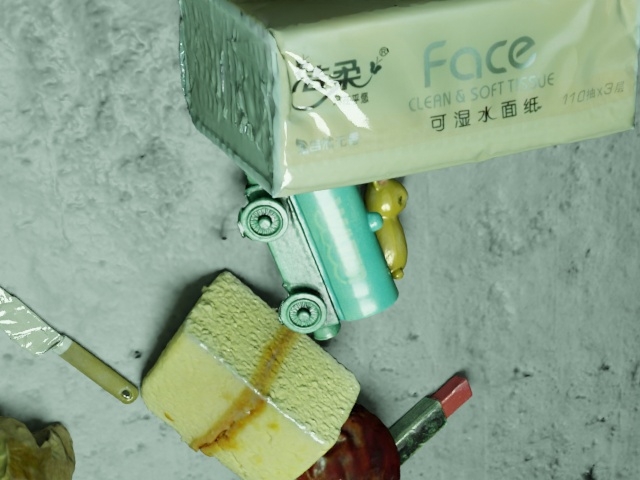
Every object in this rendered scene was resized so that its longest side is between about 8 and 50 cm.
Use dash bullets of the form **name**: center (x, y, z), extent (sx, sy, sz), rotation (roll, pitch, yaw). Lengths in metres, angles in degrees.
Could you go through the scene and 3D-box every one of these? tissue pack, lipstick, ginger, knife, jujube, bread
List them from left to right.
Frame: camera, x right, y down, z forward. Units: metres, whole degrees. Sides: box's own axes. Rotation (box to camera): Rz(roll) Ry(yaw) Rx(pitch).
- **ginger**: center (-0.346, 0.341, 1.522), extent (0.130, 0.276, 0.221), rotation (-21, 135, 32)
- **knife**: center (-0.328, 0.121, 1.538), extent (0.047, 0.017, 0.298), rotation (-41, 125, 7)
- **bread**: center (-0.097, 0.186, 1.610), extent (0.240, 0.135, 0.178), rotation (39, 130, -4)
- **jujube**: center (0.009, 0.332, 1.696), extent (0.183, 0.183, 0.243), rotation (12, 90, -29)
- **lipstick**: center (0.092, 0.303, 1.807), extent (0.312, 0.051, 0.051), rotation (-42, 123, -2)
- **tissue pack**: center (0.083, -0.205, 1.369), extent (0.404, 0.332, 0.205), rotation (-13, 116, -18)

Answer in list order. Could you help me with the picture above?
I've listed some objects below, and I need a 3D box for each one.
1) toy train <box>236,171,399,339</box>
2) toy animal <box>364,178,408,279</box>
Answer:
- **toy train**: center (0.000, 0.000, 1.548), extent (0.159, 0.101, 0.248), rotation (-20, 113, 8)
- **toy animal**: center (0.079, -0.036, 1.611), extent (0.070, 0.083, 0.159), rotation (-9, 110, -29)
